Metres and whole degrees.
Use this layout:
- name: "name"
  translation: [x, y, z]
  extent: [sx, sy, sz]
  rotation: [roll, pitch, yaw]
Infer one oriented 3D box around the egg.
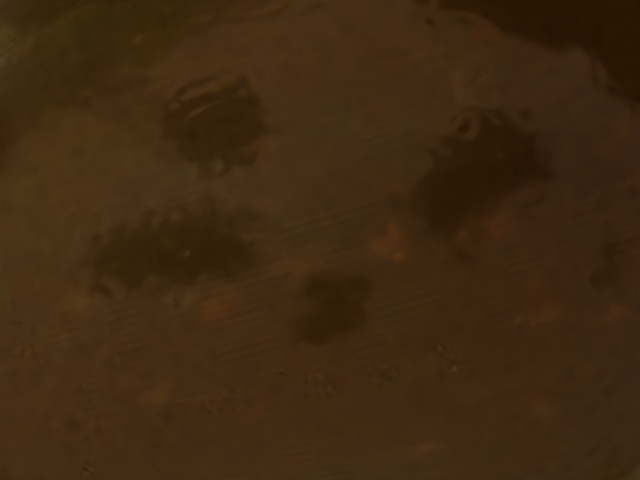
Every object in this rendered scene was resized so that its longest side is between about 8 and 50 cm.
- name: "egg"
  translation: [0.000, 0.000, 0.531]
  extent: [0.322, 0.250, 0.250]
  rotation: [-16, -79, 0]
